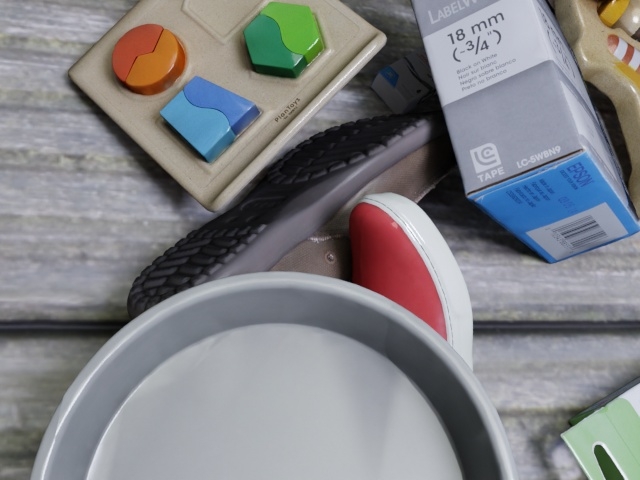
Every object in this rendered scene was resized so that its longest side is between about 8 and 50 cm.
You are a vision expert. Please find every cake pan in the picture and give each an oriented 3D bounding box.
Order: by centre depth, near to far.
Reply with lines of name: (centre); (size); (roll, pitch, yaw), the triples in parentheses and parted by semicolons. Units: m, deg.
cake pan: (-0.027, 0.164, 0.481); (0.293, 0.054, 0.293); (1, 67, -2)

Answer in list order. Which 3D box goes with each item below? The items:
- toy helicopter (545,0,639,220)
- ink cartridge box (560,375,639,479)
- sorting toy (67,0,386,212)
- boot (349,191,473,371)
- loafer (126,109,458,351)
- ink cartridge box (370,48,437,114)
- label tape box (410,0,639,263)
toy helicopter: (0.378, -0.180, 0.914); (0.234, 0.140, 0.355); (0, 74, -30)
ink cartridge box: (0.304, 0.184, 0.713); (0.209, 0.062, 0.109); (-22, 73, -27)
sorting toy: (-0.057, -0.199, 0.688); (0.307, 0.041, 0.229); (-46, 66, -5)
boot: (0.026, 0.099, 0.585); (0.176, 0.088, 0.244); (-26, 116, -27)
loafer: (0.000, 0.000, 0.683); (0.366, 0.133, 0.130); (-38, 116, -31)
ink cartridge box: (0.101, -0.174, 0.845); (0.083, 0.028, 0.048); (-35, 80, -31)
label tape box: (0.185, -0.170, 0.757); (0.240, 0.105, 0.334); (25, 47, -56)
